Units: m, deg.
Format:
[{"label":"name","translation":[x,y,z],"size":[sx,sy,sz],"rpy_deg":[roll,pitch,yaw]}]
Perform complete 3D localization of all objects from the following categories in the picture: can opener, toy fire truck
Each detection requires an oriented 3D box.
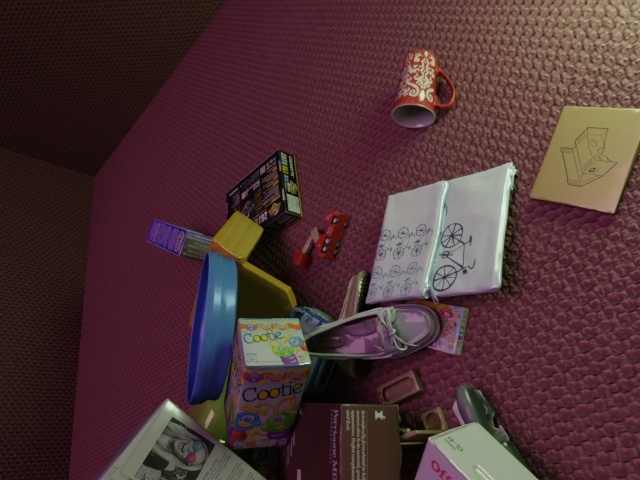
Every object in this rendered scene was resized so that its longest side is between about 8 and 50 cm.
[{"label":"can opener","translation":[0.327,0.408,0.902],"size":[0.074,0.093,0.280],"rpy_deg":[-46,51,25]},{"label":"toy fire truck","translation":[0.000,0.000,1.443],"size":[0.135,0.047,0.192],"rpy_deg":[21,91,51]}]

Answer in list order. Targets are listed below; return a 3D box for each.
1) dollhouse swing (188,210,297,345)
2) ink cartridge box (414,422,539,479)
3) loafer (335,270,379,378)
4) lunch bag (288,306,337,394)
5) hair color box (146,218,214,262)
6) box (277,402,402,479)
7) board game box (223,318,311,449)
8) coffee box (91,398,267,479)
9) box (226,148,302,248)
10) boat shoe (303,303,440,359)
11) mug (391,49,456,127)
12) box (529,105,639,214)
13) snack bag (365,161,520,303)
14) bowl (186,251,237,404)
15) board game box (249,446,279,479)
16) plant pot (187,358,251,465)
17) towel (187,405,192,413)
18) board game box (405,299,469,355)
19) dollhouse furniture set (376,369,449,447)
[{"label":"dollhouse swing","translation":[-0.218,0.153,1.561],"size":[0.315,0.305,0.346],"rpy_deg":[-69,0,-62]},{"label":"ink cartridge box","translation":[0.262,0.513,0.833],"size":[0.226,0.131,0.306],"rpy_deg":[40,124,48]},{"label":"loafer","translation":[0.081,0.208,1.234],"size":[0.092,0.102,0.268],"rpy_deg":[-1,76,42]},{"label":"lunch bag","translation":[-0.031,0.301,1.337],"size":[0.176,0.090,0.218],"rpy_deg":[25,96,47]},{"label":"hair color box","translation":[-0.531,0.005,1.926],"size":[0.339,0.185,0.110],"rpy_deg":[17,87,49]},{"label":"box","translation":[0.025,0.461,1.083],"size":[0.381,0.143,0.191],"rpy_deg":[144,131,-60]},{"label":"board game box","translation":[-0.129,0.327,1.110],"size":[0.142,0.144,0.275],"rpy_deg":[-113,32,-53]},{"label":"coffee box","translation":[-0.370,0.632,1.097],"size":[0.337,0.334,0.338],"rpy_deg":[-45,6,47]},{"label":"box","translation":[-0.207,-0.127,1.699],"size":[0.322,0.079,0.257],"rpy_deg":[-32,56,36]},{"label":"boat shoe","translation":[0.108,0.216,1.104],"size":[0.321,0.103,0.118],"rpy_deg":[-12,82,23]},{"label":"mug","translation":[0.269,-0.392,1.269],"size":[0.113,0.150,0.169],"rpy_deg":[116,164,-73]},{"label":"box","translation":[0.520,-0.160,0.945],"size":[0.164,0.021,0.201],"rpy_deg":[22,92,49]},{"label":"snack bag","translation":[0.265,-0.009,1.103],"size":[0.343,0.037,0.323],"rpy_deg":[-11,53,45]},{"label":"bowl","translation":[-0.286,0.227,1.275],"size":[0.391,0.077,0.390],"rpy_deg":[-171,90,-73]},{"label":"board game box","translation":[-0.123,0.577,1.298],"size":[0.035,0.136,0.201],"rpy_deg":[-13,66,45]},{"label":"plant pot","translation":[-0.255,0.487,1.411],"size":[0.276,0.276,0.253],"rpy_deg":[6,69,49]},{"label":"towel","translation":[-0.365,0.569,1.645],"size":[0.243,0.040,0.335],"rpy_deg":[32,100,48]},{"label":"board game box","translation":[0.254,0.192,1.105],"size":[0.154,0.026,0.103],"rpy_deg":[4,80,49]},{"label":"dollhouse furniture set","translation":[0.168,0.367,1.060],"size":[0.144,0.123,0.151],"rpy_deg":[-39,50,32]}]
